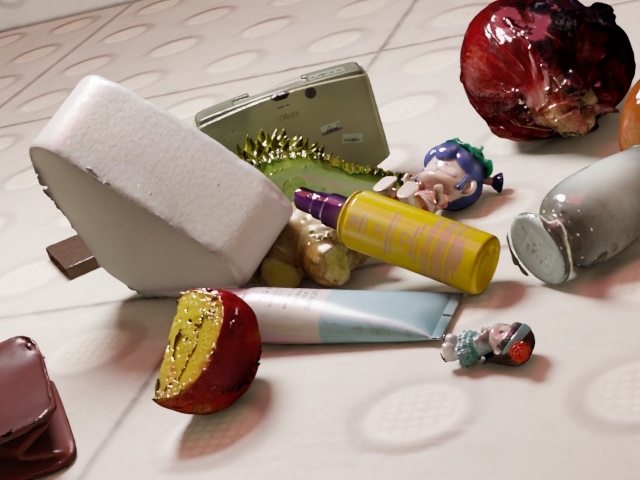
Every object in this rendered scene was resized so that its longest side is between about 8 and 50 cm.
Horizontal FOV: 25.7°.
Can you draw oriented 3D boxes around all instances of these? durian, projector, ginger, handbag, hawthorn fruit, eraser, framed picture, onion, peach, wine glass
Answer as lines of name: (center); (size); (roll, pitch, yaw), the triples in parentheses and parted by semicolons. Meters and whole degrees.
durian: (-0.050, -0.093, 2.010); (0.375, 0.132, 0.106); (2, 8, -20)
projector: (-0.039, -0.144, 2.106); (0.269, 0.193, 0.088); (-18, 23, -2)
ginger: (0.000, 0.000, 1.861); (0.216, 0.102, 0.157); (2, 36, 38)
handbag: (-0.440, 0.237, 1.668); (0.275, 0.084, 0.260); (-22, 25, -9)
hawthorn fruit: (0.456, -0.165, 1.827); (0.149, 0.189, 0.149); (-7, -7, -1)
eraser: (-0.221, -0.041, 1.894); (0.331, 0.331, 0.150); (5, 53, 44)
framed picture: (-0.339, 0.003, 2.214); (0.168, 0.023, 0.128); (-25, 24, -18)
onion: (0.345, -0.255, 2.079); (0.281, 0.221, 0.281); (10, 26, -5)
peach: (-0.124, 0.131, 1.609); (0.092, 0.127, 0.172); (-5, 29, 21)
wine glass: (0.329, -0.032, 1.678); (0.204, 0.111, 0.111); (-29, 25, -23)

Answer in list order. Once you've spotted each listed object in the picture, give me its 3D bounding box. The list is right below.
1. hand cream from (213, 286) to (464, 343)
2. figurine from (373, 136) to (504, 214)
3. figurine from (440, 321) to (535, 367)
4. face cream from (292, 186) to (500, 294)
hand cream: (0.014, 0.093, 1.710); (0.312, 0.070, 0.111); (1, 26, 22)
figurine: (0.157, -0.074, 1.929); (0.111, 0.102, 0.195); (22, 46, 40)
figurine: (0.182, 0.116, 1.524); (0.106, 0.047, 0.060); (-8, 15, 28)
face cream: (0.086, -0.012, 1.740); (0.273, 0.078, 0.078); (20, 39, 26)
